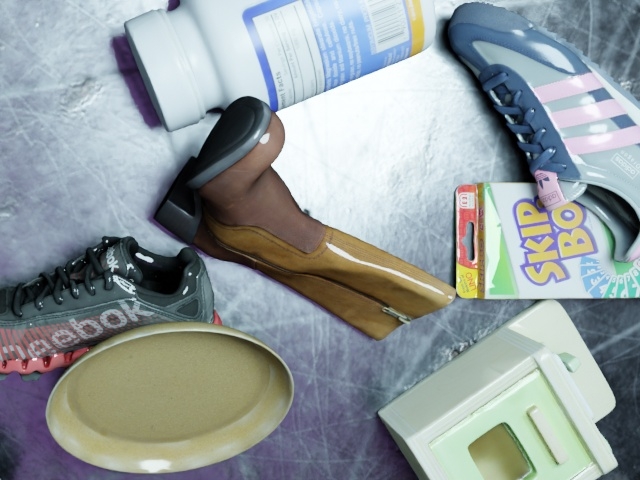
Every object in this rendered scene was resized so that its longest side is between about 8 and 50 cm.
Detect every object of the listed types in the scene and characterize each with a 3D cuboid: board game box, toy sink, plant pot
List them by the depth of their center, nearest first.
[{"bbox_3d":[-0.144,0.149,1.113,0.236,0.032,0.236,-8,138,-8],"label":"plant pot"},{"bbox_3d":[0.206,0.188,1.194,0.234,0.131,0.153,-33,101,-7],"label":"toy sink"},{"bbox_3d":[0.272,0.001,1.235,0.259,0.039,0.124,0,88,-8],"label":"board game box"}]

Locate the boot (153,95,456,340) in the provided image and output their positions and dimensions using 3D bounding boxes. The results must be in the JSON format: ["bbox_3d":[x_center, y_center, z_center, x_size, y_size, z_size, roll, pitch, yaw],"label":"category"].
[{"bbox_3d":[0.000,0.000,1.078,0.280,0.264,0.096,30,57,-10],"label":"boot"}]

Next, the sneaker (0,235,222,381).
[{"bbox_3d":[-0.228,0.058,1.099,0.276,0.098,0.135,-2,124,-12],"label":"sneaker"}]

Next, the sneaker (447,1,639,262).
[{"bbox_3d":[0.240,-0.107,1.166,0.319,0.112,0.131,37,77,-3],"label":"sneaker"}]

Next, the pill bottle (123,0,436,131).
[{"bbox_3d":[-0.041,-0.204,1.101,0.272,0.152,0.152,-23,99,-7],"label":"pill bottle"}]
